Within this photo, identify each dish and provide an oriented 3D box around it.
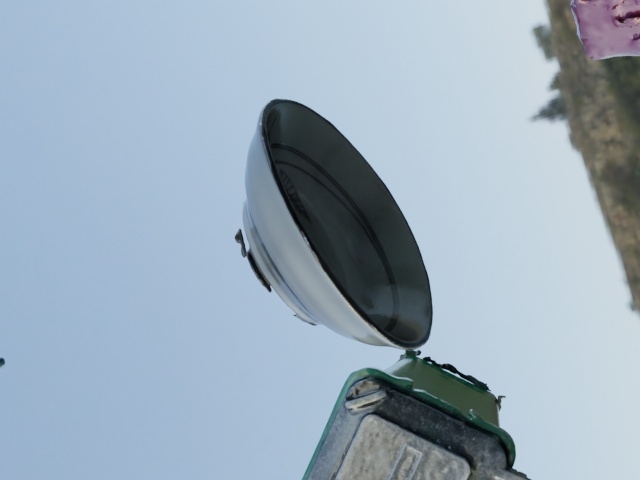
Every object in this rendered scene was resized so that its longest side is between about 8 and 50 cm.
[{"bbox_3d":[0.000,0.000,1.243,0.316,0.106,0.316,45,-154,-28],"label":"dish"}]

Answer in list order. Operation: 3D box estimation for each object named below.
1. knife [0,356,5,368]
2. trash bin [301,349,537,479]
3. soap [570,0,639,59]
[{"bbox_3d":[-0.218,0.078,0.613,0.027,0.096,0.010,-15,-88,-82],"label":"knife"},{"bbox_3d":[0.164,0.322,1.680,0.259,0.295,0.381,-67,-10,12],"label":"trash bin"},{"bbox_3d":[0.242,-0.301,0.804,0.220,0.127,0.325,60,-143,-43],"label":"soap"}]
